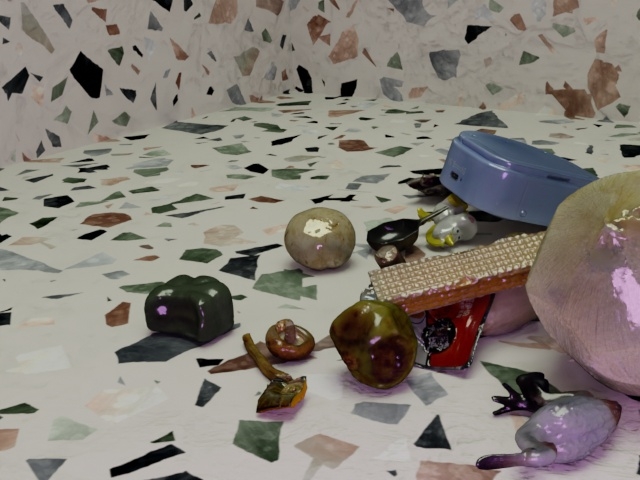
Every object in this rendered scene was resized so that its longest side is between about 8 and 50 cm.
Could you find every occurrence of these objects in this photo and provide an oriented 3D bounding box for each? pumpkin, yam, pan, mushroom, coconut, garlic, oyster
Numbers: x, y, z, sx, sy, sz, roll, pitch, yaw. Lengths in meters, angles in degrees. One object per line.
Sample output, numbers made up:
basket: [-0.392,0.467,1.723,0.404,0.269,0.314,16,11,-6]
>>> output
pumpkin: [-0.063,0.259,1.489,0.073,0.035,0.101,-7,20,23]
yam: [0.150,0.064,1.787,0.056,0.057,0.241,3,-19,16]
pan: [0.213,-0.015,2.160,0.202,0.048,0.128,-13,25,13]
mushroom: [-0.065,0.178,1.636,0.088,0.073,0.129,43,0,27]
coconut: [0.507,0.069,1.434,0.346,0.346,0.360,10,-15,32]
mushroom: [0.000,0.000,2.090,0.166,0.127,0.166,-3,42,3]
garlic: [0.346,0.108,1.767,0.196,0.151,0.338,-15,20,36]
oyster: [0.395,-0.166,2.544,0.271,0.100,0.275,7,20,43]

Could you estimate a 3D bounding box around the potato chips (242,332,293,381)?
potato chips: [-0.104,0.213,1.633,0.037,0.026,0.204,-8,19,-24]

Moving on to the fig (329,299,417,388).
fig: [0.097,0.169,1.555,0.154,0.144,0.165,18,22,19]

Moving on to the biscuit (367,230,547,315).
biscuit: [0.282,0.059,1.655,0.378,0.054,0.094,-14,43,-3]

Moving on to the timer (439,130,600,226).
timer: [0.480,-0.147,2.289,0.395,0.173,0.395,15,18,-5]

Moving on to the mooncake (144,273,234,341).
mooncake: [-0.257,0.134,1.771,0.175,0.104,0.168,-6,25,-1]

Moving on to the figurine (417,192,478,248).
figurine: [0.313,-0.033,2.206,0.129,0.109,0.178,-10,34,-2]

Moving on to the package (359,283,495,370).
package: [0.174,0.152,1.667,0.269,0.071,0.194,5,56,24]

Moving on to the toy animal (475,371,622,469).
toy animal: [0.337,0.274,1.302,0.195,0.090,0.324,-4,9,16]
